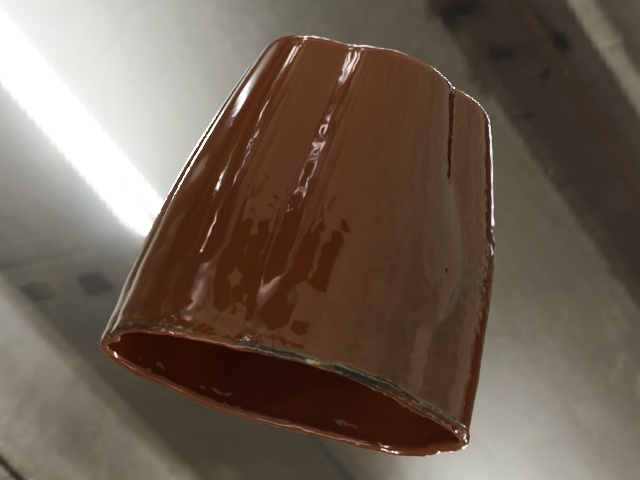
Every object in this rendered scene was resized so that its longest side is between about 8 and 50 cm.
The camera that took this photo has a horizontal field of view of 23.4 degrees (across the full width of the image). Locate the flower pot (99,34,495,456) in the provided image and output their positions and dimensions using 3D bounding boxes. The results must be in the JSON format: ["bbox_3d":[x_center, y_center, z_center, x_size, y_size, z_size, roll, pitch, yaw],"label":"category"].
[{"bbox_3d":[0.000,0.000,0.772,0.191,0.191,0.173,29,-112,-41],"label":"flower pot"}]
